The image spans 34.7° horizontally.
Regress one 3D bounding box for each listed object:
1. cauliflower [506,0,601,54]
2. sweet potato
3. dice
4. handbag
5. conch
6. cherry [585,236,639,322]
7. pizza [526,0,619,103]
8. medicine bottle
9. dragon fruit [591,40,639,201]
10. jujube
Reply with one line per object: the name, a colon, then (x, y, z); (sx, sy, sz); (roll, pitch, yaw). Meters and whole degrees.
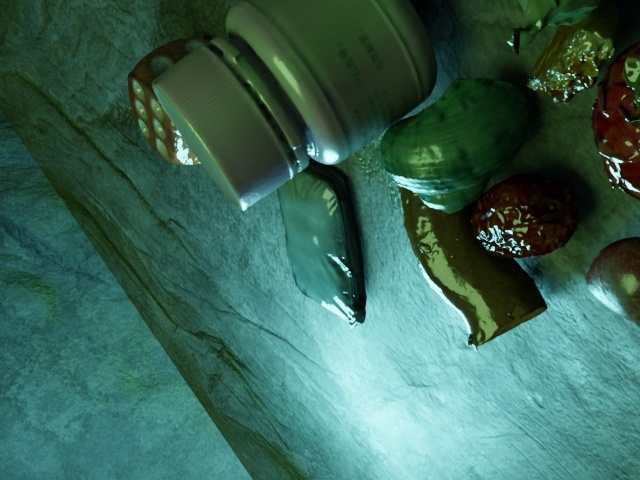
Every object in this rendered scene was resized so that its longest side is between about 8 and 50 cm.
cauliflower: (0.227, -0.294, 0.965); (0.256, 0.239, 0.315); (128, 152, -64)
sweet potato: (0.185, -0.007, 1.491); (0.337, 0.131, 0.131); (56, 154, 9)
dice: (-0.244, -0.257, 1.915); (0.174, 0.179, 0.175); (46, 149, 24)
handbag: (0.000, 0.002, 1.887); (0.191, 0.075, 0.332); (27, 136, 42)
conch: (0.174, -0.112, 1.345); (0.196, 0.134, 0.202); (7, 162, 9)
cherry: (0.411, 0.048, 1.204); (0.225, 0.090, 0.107); (2, 108, 49)
pizza: (0.278, -0.205, 1.104); (0.058, 0.127, 0.246); (31, 172, 2)
medicine bottle: (-0.035, -0.215, 1.376); (0.256, 0.325, 0.256); (52, 174, 8)
dragon fruit: (0.354, -0.121, 1.030); (0.172, 0.172, 0.209); (37, 158, 38)
jujube: (0.264, -0.031, 1.341); (0.112, 0.109, 0.176); (54, 165, -2)
